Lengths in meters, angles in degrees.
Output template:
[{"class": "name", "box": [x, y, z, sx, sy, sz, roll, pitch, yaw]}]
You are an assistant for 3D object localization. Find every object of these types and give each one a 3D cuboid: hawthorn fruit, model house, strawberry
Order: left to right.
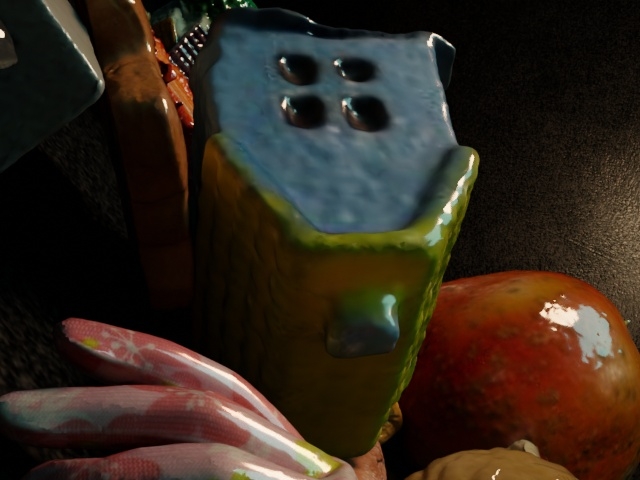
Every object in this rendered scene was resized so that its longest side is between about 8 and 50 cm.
[{"class": "strawberry", "box": [-0.209, -0.171, 1.069, 0.286, 0.106, 0.188, 60, 3, -35]}, {"class": "model house", "box": [-0.188, -0.249, 1.470, 0.280, 0.230, 0.248, 50, 30, -33]}, {"class": "model house", "box": [0.000, 0.000, 0.651, 0.303, 0.216, 0.237, -94, -169, -47]}, {"class": "hawthorn fruit", "box": [0.275, 0.214, 1.204, 0.402, 0.403, 0.403, 55, 3, -4]}]

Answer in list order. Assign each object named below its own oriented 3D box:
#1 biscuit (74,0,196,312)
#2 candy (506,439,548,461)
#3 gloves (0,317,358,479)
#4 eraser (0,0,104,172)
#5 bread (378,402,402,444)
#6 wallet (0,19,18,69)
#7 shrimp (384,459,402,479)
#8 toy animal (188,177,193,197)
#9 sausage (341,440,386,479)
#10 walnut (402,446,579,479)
[{"class": "biscuit", "box": [-0.135, -0.100, 0.614, 0.284, 0.043, 0.306, 121, -46, -71]}, {"class": "candy", "box": [0.199, 0.346, 0.858, 0.135, 0.179, 0.320, 53, 8, -7]}, {"class": "gloves", "box": [-0.034, 0.130, 0.381, 0.241, 0.126, 0.145, 63, 8, -1]}, {"class": "eraser", "box": [-0.256, -0.195, 0.477, 0.352, 0.111, 0.077, 55, 5, -5]}, {"class": "bread", "box": [0.028, 0.156, 1.051, 0.114, 0.083, 0.211, 49, -18, 60]}, {"class": "wallet", "box": [-0.273, -0.189, 0.321, 0.323, 0.041, 0.247, 54, 21, -5]}, {"class": "shrimp", "box": [0.126, 0.364, 1.118, 0.148, 0.035, 0.195, 56, 1, -36]}, {"class": "toy animal", "box": [-0.067, 0.029, 1.192, 0.195, 0.090, 0.324, 27, -10, 37]}, {"class": "sausage", "box": [0.012, 0.190, 0.745, 0.087, 0.079, 0.326, 24, 5, -5]}, {"class": "walnut", "box": [0.115, 0.248, 0.562, 0.228, 0.228, 0.228, 55, 3, -4]}]
